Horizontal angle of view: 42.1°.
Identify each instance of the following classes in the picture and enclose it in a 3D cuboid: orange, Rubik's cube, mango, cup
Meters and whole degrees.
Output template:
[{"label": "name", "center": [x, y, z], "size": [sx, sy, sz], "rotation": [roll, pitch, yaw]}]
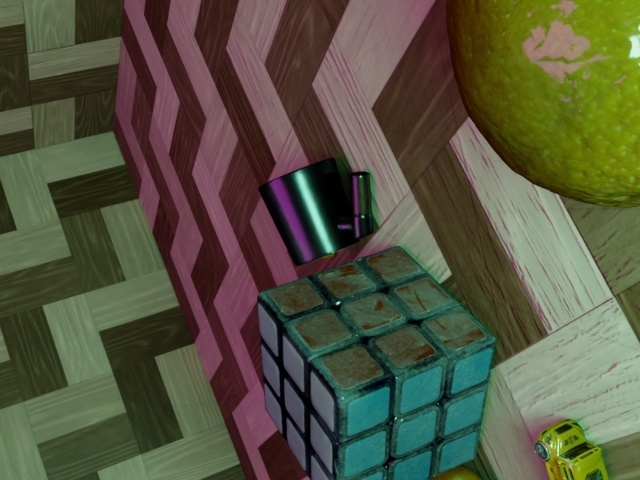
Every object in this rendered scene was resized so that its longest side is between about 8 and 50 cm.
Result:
[{"label": "orange", "center": [0.266, -0.209, 0.725], "size": [0.322, 0.322, 0.357], "rotation": [158, 104, -67]}, {"label": "Rubik's cube", "center": [0.087, 0.238, 1.451], "size": [0.304, 0.305, 0.301], "rotation": [49, 149, 47]}, {"label": "mango", "center": [0.249, 0.470, 1.507], "size": [0.141, 0.102, 0.217], "rotation": [47, 161, -4]}, {"label": "cup", "center": [-0.005, -0.058, 1.631], "size": [0.177, 0.166, 0.239], "rotation": [69, 159, -1]}]

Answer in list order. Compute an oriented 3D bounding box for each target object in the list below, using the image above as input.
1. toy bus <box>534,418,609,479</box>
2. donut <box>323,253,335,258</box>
[{"label": "toy bus", "center": [0.367, 0.339, 1.174], "size": [0.074, 0.069, 0.162], "rotation": [-11, 97, 67]}, {"label": "donut", "center": [0.000, 0.000, 1.816], "size": [0.067, 0.037, 0.083], "rotation": [-1, 103, 63]}]
